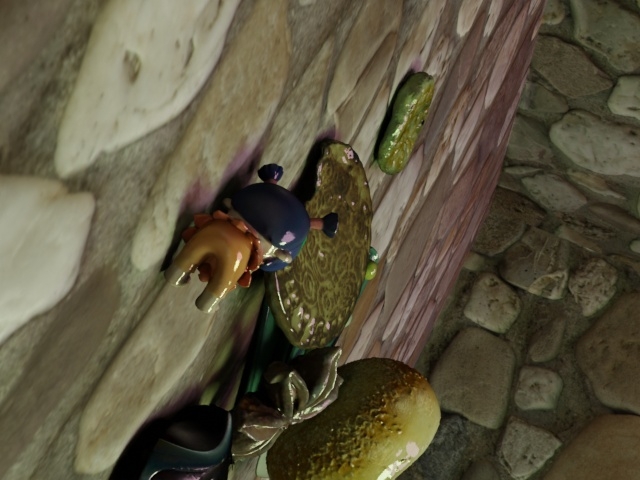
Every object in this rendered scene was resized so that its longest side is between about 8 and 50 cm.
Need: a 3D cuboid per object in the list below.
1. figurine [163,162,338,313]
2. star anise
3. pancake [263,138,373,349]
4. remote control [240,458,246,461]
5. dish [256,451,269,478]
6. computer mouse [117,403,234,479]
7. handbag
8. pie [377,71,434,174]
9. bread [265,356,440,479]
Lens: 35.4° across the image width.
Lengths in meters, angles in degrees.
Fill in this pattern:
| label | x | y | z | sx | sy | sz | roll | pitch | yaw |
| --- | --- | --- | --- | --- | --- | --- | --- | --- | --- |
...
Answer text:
| label | x | y | z | sx | sy | sz | roll | pitch | yaw |
| --- | --- | --- | --- | --- | --- | --- | --- | --- | --- |
| figurine | -0.066 | -0.001 | 1.029 | 0.102 | 0.111 | 0.195 | -50 | 176 | 26 |
| star anise | -0.054 | 0.213 | 1.323 | 0.212 | 0.073 | 0.197 | -32 | 159 | -22 |
| pancake | 0.000 | 0.000 | 1.298 | 0.286 | 0.033 | 0.288 | 37 | 58 | -57 |
| remote control | -0.094 | 0.306 | 1.648 | 0.245 | 0.022 | 0.077 | -4 | 114 | -76 |
| dish | -0.051 | 0.380 | 1.823 | 0.141 | 0.078 | 0.141 | -60 | 166 | -25 |
| computer mouse | -0.156 | 0.273 | 1.171 | 0.233 | 0.096 | 0.137 | -27 | 138 | -69 |
| handbag | -0.012 | 0.136 | 1.508 | 0.269 | 0.100 | 0.274 | -42 | 152 | -64 |
| pie | 0.141 | -0.195 | 1.682 | 0.186 | 0.041 | 0.187 | -60 | 166 | -25 |
| bread | 0.042 | 0.303 | 1.612 | 0.306 | 0.158 | 0.305 | -30 | -163 | 10 |
